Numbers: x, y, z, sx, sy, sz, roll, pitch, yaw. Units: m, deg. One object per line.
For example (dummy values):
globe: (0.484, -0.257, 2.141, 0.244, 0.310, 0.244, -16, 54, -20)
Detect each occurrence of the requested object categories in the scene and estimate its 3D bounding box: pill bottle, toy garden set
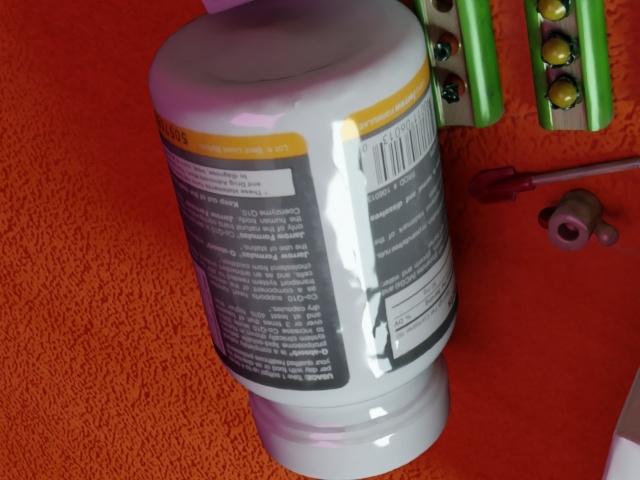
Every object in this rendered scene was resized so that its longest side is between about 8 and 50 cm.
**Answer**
pill bottle: (0.000, 0.000, 0.806, 0.162, 0.162, 0.278, 7, 126, 26)
toy garden set: (0.170, -0.063, 0.738, 0.244, 0.049, 0.204, 5, 125, 28)

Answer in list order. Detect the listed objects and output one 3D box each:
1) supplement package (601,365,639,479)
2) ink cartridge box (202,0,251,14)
supplement package: (0.252, 0.193, 0.790, 0.175, 0.177, 0.293, 18, 129, 18)
ink cartridge box: (-0.008, -0.213, 0.715, 0.175, 0.072, 0.127, -12, 115, 36)
